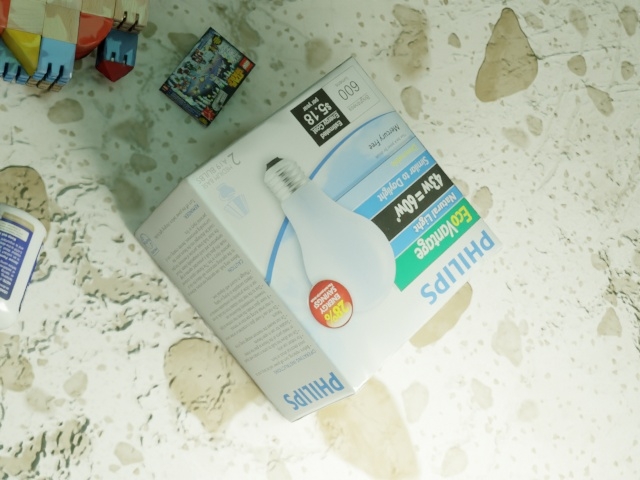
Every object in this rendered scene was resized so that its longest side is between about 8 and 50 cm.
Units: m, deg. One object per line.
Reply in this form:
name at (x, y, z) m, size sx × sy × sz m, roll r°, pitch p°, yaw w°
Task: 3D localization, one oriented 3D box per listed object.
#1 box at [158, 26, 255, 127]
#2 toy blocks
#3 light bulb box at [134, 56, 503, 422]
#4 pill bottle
box at (-0.173, -0.252, 1.679) m, size 0.094 × 0.027 × 0.137 m, roll 39°, pitch 59°, yaw -12°
toy blocks at (-0.392, -0.333, 1.528) m, size 0.381 × 0.190 × 0.261 m, roll 9°, pitch 81°, yaw -24°
light bulb box at (0.000, 0.000, 1.566) m, size 0.358 × 0.225 × 0.361 m, roll -41°, pitch 93°, yaw -32°
pill bottle at (-0.431, 0.054, 1.390) m, size 0.112 × 0.112 × 0.187 m, roll 23°, pitch 63°, yaw -19°
